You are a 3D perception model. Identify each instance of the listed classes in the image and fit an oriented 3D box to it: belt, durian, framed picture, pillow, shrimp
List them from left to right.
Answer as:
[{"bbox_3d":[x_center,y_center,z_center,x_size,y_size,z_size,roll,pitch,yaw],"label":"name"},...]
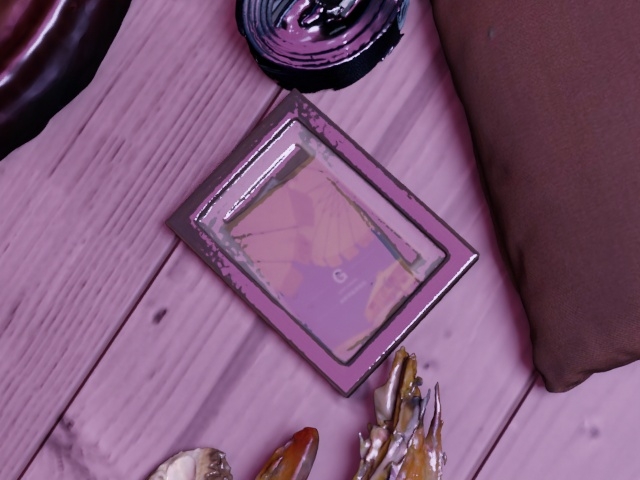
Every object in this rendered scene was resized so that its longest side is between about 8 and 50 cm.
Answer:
[{"bbox_3d":[-0.105,0.183,0.642,0.130,0.052,0.066,-42,75,-1],"label":"durian"},{"bbox_3d":[0.000,0.000,0.677,0.168,0.023,0.128,43,87,12],"label":"framed picture"},{"bbox_3d":[0.006,-0.165,0.689,0.105,0.058,0.140,35,85,8],"label":"belt"},{"bbox_3d":[0.008,0.176,0.631,0.133,0.053,0.236,14,90,18],"label":"shrimp"},{"bbox_3d":[0.217,-0.097,0.587,0.305,0.108,0.308,-25,74,36],"label":"pillow"}]

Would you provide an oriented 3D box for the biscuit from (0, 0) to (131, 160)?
[{"bbox_3d":[-0.324,-0.230,0.726,0.407,0.091,0.408,-1,80,6],"label":"biscuit"}]
